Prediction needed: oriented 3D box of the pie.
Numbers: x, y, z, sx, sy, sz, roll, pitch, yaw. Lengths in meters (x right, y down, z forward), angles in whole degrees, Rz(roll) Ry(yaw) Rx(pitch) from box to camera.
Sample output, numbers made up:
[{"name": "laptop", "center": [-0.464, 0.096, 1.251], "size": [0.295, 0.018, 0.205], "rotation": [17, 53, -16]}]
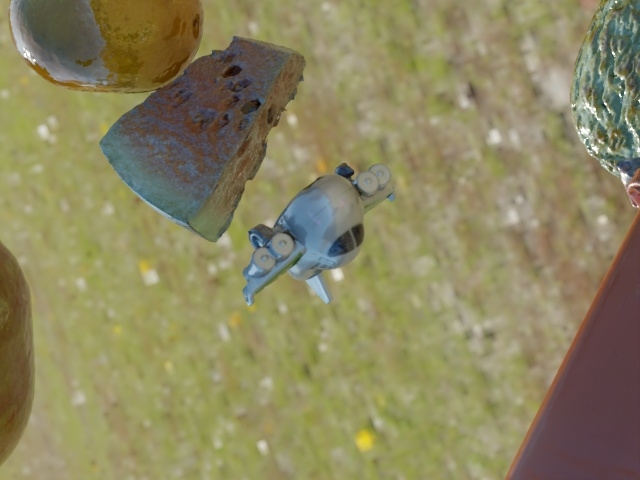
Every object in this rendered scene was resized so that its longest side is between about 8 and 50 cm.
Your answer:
[{"name": "pie", "center": [0.348, -0.158, 1.928], "size": [0.248, 0.090, 0.201], "rotation": [36, 122, 51]}]

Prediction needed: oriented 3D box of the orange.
[{"name": "orange", "center": [-0.165, -0.180, 1.454], "size": [0.155, 0.155, 0.134], "rotation": [-169, 88, -74]}]

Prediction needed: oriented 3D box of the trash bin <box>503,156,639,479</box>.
[{"name": "trash bin", "center": [0.208, 0.081, 1.049], "size": [0.184, 0.238, 0.161], "rotation": [24, 165, 47]}]

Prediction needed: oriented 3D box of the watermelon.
[{"name": "watermelon", "center": [-0.110, -0.127, 2.004], "size": [0.154, 0.241, 0.094], "rotation": [38, 169, 20]}]

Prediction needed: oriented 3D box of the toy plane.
[{"name": "toy plane", "center": [-0.002, -0.002, 1.641], "size": [0.080, 0.174, 0.174], "rotation": [50, 162, 10]}]

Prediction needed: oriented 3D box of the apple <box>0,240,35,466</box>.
[{"name": "apple", "center": [-0.513, 0.121, 2.159], "size": [0.333, 0.400, 0.400], "rotation": [-65, -32, -54]}]
